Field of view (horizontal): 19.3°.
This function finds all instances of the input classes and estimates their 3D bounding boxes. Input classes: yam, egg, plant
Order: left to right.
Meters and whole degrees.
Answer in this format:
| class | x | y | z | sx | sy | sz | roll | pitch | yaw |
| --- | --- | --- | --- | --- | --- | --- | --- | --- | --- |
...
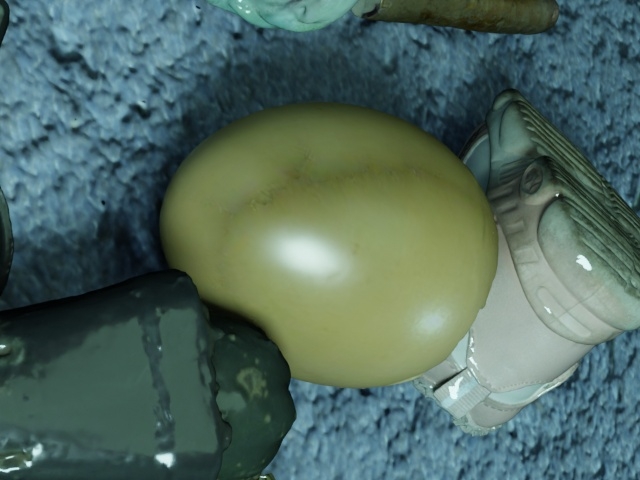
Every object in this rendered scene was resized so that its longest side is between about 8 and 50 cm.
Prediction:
| class | x | y | z | sx | sy | sz | roll | pitch | yaw |
| --- | --- | --- | --- | --- | --- | --- | --- | --- | --- |
| plant | -0.135 | 0.096 | 1.186 | 0.256 | 0.164 | 0.141 | 3 | 77 | -40 |
| egg | 0.000 | 0.000 | 1.328 | 0.244 | 0.201 | 0.201 | 15 | 69 | -37 |
| yam | 0.124 | -0.205 | 1.638 | 0.264 | 0.046 | 0.046 | -2 | 82 | -47 |

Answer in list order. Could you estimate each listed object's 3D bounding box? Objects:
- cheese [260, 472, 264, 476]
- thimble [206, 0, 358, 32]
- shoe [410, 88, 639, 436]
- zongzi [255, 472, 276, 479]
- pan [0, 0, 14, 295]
| class | x | y | z | sx | sy | sz | roll | pitch | yaw |
| --- | --- | --- | --- | --- | --- | --- | --- | --- | --- |
| cheese | -0.014 | 0.234 | 1.373 | 0.192 | 0.037 | 0.097 | 56 | 44 | -21 |
| thimble | -0.028 | -0.270 | 1.394 | 0.211 | 0.185 | 0.149 | 36 | 44 | 6 |
| shoe | 0.142 | 0.011 | 1.513 | 0.172 | 0.198 | 0.351 | 46 | 13 | -10 |
| zongzi | -0.059 | 0.299 | 1.226 | 0.221 | 0.112 | 0.242 | -41 | 115 | -68 |
| pan | -0.240 | -0.052 | 1.201 | 0.136 | 0.028 | 0.235 | 33 | 60 | -39 |
